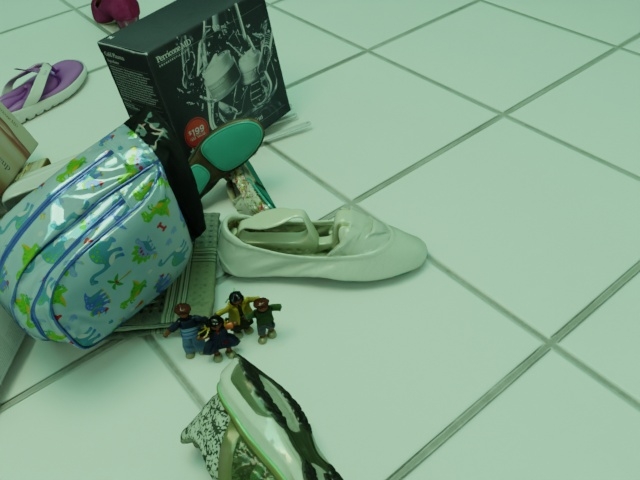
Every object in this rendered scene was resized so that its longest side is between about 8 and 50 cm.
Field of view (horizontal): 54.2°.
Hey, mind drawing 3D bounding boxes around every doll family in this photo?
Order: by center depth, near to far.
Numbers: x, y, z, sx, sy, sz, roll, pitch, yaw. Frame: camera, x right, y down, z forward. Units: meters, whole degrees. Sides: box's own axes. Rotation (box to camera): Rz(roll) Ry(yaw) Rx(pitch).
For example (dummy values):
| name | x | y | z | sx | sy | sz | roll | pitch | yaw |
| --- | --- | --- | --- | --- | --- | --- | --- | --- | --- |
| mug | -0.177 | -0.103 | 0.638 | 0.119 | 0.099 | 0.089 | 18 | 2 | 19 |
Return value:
| name | x | y | z | sx | sy | sz | roll | pitch | yaw |
| --- | --- | --- | --- | --- | --- | --- | --- | --- | --- |
| doll family | -0.161 | 0.135 | 1.038 | 0.192 | 0.111 | 0.076 | -25 | 46 | -20 |

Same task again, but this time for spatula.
| name | x | y | z | sx | sy | sz | roll | pitch | yaw |
| --- | --- | --- | --- | --- | --- | --- | --- | --- | --- |
| spatula | -0.153 | -0.274 | 1.552 | 0.241 | 0.019 | 0.168 | -22 | 40 | -17 |

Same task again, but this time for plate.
| name | x | y | z | sx | sy | sz | roll | pitch | yaw |
| --- | --- | --- | --- | --- | --- | --- | --- | --- | --- |
| plate | -0.506 | -0.125 | 1.275 | 0.277 | 0.045 | 0.278 | -28 | 3 | -22 |

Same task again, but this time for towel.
| name | x | y | z | sx | sy | sz | roll | pitch | yaw |
| --- | --- | --- | --- | --- | --- | --- | --- | --- | --- |
| towel | -0.349 | 0.063 | 1.191 | 0.311 | 0.056 | 0.324 | -3 | 40 | -2 |

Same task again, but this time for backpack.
| name | x | y | z | sx | sy | sz | roll | pitch | yaw |
| --- | --- | --- | --- | --- | --- | --- | --- | --- | --- |
| backpack | -0.360 | 0.002 | 1.023 | 0.355 | 0.290 | 0.273 | -28 | 62 | -18 |

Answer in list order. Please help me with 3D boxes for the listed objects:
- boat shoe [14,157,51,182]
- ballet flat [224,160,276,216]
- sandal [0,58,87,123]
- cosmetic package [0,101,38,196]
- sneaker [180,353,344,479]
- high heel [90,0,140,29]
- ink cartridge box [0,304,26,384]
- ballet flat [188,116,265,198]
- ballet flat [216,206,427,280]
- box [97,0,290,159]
| name | x | y | z | sx | sy | sz | roll | pitch | yaw |
| --- | --- | --- | --- | --- | --- | --- | --- | --- | --- |
| boat shoe | -0.658 | -0.129 | 1.415 | 0.059 | 0.063 | 0.170 | -7 | 33 | 2 |
| ballet flat | -0.151 | -0.095 | 1.325 | 0.077 | 0.091 | 0.241 | -40 | 41 | 7 |
| sandal | -0.801 | -0.415 | 1.701 | 0.169 | 0.102 | 0.416 | 17 | 47 | 22 |
| cosmetic package | -0.767 | -0.161 | 1.366 | 0.129 | 0.153 | 0.296 | -18 | 40 | 21 |
| sneaker | -0.064 | 0.353 | 0.814 | 0.182 | 0.158 | 0.410 | -42 | 49 | 6 |
| high heel | -0.676 | -0.790 | 2.037 | 0.127 | 0.181 | 0.377 | -29 | 48 | -24 |
| ink cartridge box | -0.651 | 0.133 | 1.067 | 0.271 | 0.130 | 0.310 | -7 | 42 | 10 |
| ballet flat | -0.234 | -0.168 | 1.318 | 0.280 | 0.095 | 0.096 | -39 | 23 | 11 |
| ballet flat | 0.000 | 0.000 | 1.157 | 0.399 | 0.139 | 0.139 | -1 | 43 | 4 |
| box | -0.268 | -0.366 | 1.423 | 0.178 | 0.313 | 0.343 | 21 | 51 | 35 |
